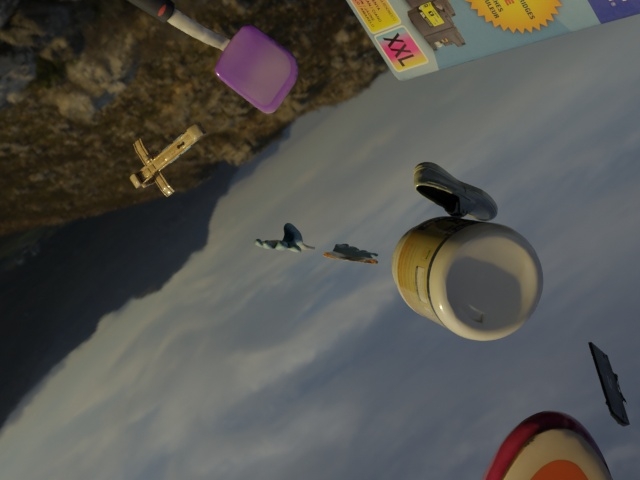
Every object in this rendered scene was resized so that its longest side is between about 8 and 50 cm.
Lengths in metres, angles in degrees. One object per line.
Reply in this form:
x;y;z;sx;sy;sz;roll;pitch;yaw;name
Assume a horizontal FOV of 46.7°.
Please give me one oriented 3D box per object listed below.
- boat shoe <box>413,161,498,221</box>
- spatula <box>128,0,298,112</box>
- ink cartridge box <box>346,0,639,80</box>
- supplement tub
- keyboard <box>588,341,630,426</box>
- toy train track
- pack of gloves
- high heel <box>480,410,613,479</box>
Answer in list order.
0.301;-0.090;1.675;0.079;0.227;0.081;-40;-153;51;boat shoe
-0.157;-0.258;0.880;0.084;0.296;0.030;-51;-151;20;spatula
0.167;-0.326;0.684;0.151;0.270;0.395;-48;-157;-25;ink cartridge box
0.285;0.067;1.529;0.228;0.228;0.316;-40;-168;-6;supplement tub
0.602;0.312;1.566;0.038;0.100;0.192;-36;-150;30;keyboard
-0.117;-0.061;0.551;0.083;0.048;0.014;-31;-177;33;toy train track
0.000;0.000;1.214;0.232;0.195;0.046;-11;108;-85;pack of gloves
0.184;0.241;0.717;0.127;0.377;0.181;-6;-140;-1;high heel
